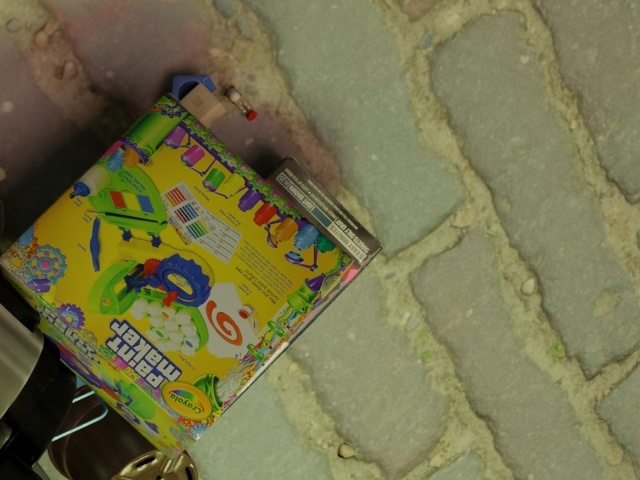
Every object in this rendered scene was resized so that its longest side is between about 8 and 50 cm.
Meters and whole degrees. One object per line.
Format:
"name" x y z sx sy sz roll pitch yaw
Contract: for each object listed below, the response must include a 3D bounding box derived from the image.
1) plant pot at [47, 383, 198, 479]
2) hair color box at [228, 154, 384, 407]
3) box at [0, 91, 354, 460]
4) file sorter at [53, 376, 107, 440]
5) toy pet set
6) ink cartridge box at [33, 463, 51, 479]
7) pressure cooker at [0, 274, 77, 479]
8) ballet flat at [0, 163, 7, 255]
"plant pot" -0.246 0.284 1.815 0.167 0.165 0.167 -14 120 -25
"hair color box" -0.101 0.075 1.794 0.174 0.105 0.347 44 85 0
"box" -0.173 0.044 1.614 0.290 0.177 0.279 43 67 -1
"file sorter" -0.341 0.147 1.729 0.118 0.104 0.170 -23 122 -21
"toy pet set" -0.153 -0.155 1.744 0.122 0.065 0.114 -43 162 -4
"ink cartridge box" -0.387 0.319 1.763 0.092 0.143 0.090 -43 137 -6
"pressure cooker" -0.463 0.182 1.456 0.375 0.370 0.420 -39 106 18
"ballet flat" -0.398 -0.054 1.634 0.067 0.073 0.206 -26 131 -52
